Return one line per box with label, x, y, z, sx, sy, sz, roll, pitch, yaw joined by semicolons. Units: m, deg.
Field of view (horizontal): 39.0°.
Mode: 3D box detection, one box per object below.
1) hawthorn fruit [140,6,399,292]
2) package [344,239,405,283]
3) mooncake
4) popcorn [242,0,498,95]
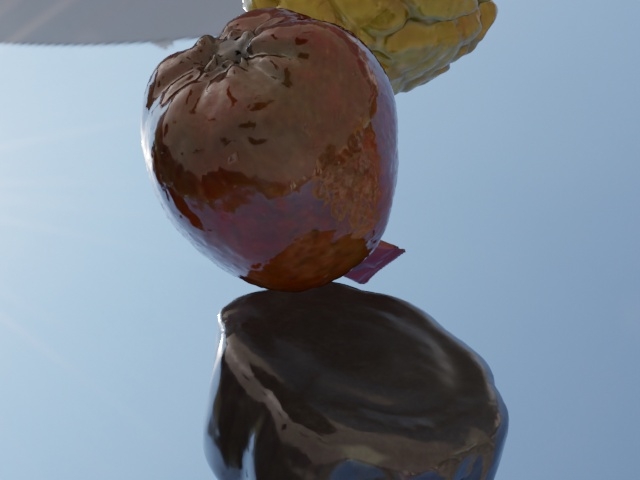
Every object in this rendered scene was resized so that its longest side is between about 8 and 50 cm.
hawthorn fruit;-0.024;-0.055;0.749;0.210;0.262;0.210;-16;-135;16
package;0.000;0.000;1.080;0.200;0.083;0.022;23;-139;-27
mooncake;0.025;0.168;0.873;0.306;0.154;0.306;14;-160;-5
popcorn;0.070;-0.383;1.346;0.390;0.344;0.354;-27;-173;-27
